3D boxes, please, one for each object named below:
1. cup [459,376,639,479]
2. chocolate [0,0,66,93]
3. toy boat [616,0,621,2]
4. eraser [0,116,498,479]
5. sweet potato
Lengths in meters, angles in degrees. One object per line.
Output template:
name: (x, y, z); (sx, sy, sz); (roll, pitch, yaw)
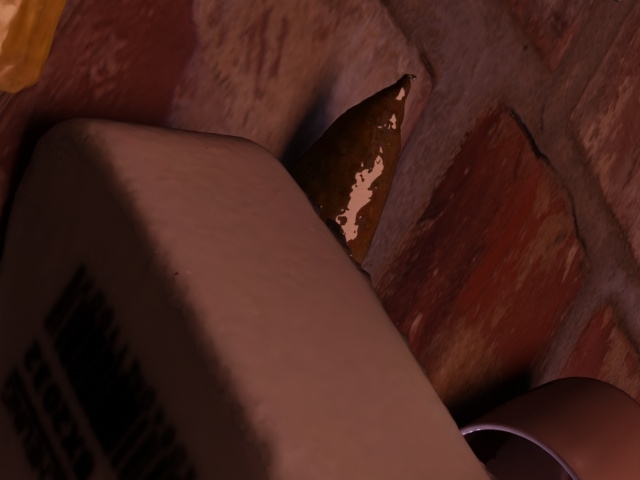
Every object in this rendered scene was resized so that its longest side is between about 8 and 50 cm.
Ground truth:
cup: (0.229, 0.268, 1.093); (0.200, 0.191, 0.253); (-18, 151, -49)
chocolate: (-0.108, -0.283, 0.422); (0.162, 0.162, 0.445); (7, 107, -52)
toy boat: (0.278, -0.287, 0.980); (0.096, 0.034, 0.122); (-55, 150, -16)
eraser: (-0.052, 0.123, 0.552); (0.150, 0.331, 0.331); (1, 107, -51)
sweet potato: (-0.002, 0.002, 0.747); (0.075, 0.075, 0.269); (-3, 120, -50)
